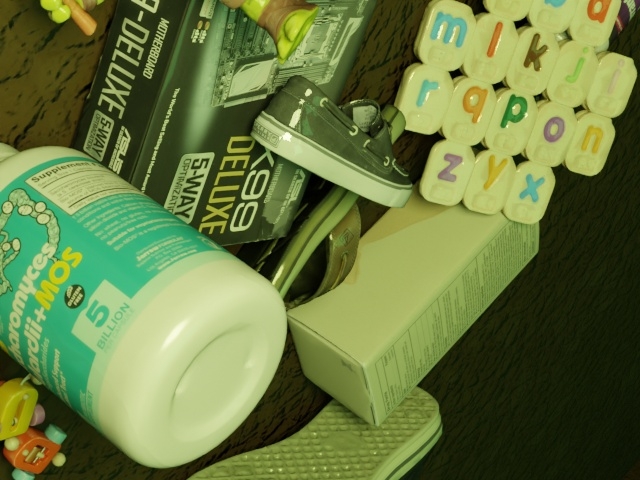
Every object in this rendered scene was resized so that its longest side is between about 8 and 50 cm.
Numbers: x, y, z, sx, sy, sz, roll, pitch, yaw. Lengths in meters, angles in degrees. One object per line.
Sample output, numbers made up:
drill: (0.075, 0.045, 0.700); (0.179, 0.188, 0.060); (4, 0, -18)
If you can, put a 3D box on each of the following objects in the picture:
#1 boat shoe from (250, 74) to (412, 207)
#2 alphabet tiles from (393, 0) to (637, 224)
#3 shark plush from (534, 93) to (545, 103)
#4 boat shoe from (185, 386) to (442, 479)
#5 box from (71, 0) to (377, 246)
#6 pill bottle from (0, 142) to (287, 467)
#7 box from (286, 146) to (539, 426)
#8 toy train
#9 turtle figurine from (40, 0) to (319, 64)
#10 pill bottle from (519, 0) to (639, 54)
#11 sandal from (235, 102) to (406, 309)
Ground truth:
boat shoe: (0.025, -0.088, 1.070); (0.228, 0.080, 0.076); (21, 102, -54)
alphabet tiles: (0.214, -0.161, 1.343); (0.284, 0.021, 0.278); (11, 104, -28)
shark plush: (0.295, -0.185, 1.587); (0.067, 0.073, 0.161); (-55, 136, -46)
boat shoe: (-0.025, 0.319, 1.440); (0.500, 0.186, 0.156); (-26, 133, -51)
box: (-0.072, -0.140, 1.017); (0.242, 0.076, 0.308); (-8, 125, -55)
pill bottle: (-0.161, 0.029, 0.858); (0.146, 0.264, 0.146); (-36, 144, -32)
box: (0.114, 0.047, 1.438); (0.311, 0.121, 0.148); (-43, 148, -23)
toy train: (-0.237, 0.130, 1.072); (0.166, 0.046, 0.125); (-54, 152, 1)
turtle figurine: (-0.097, -0.207, 0.824); (0.270, 0.217, 0.087); (-61, 179, 8)
pill bottle: (0.304, -0.274, 1.423); (0.193, 0.108, 0.108); (-51, 151, -10)
sandal: (0.001, -0.001, 1.206); (0.086, 0.120, 0.303); (42, 78, -20)
